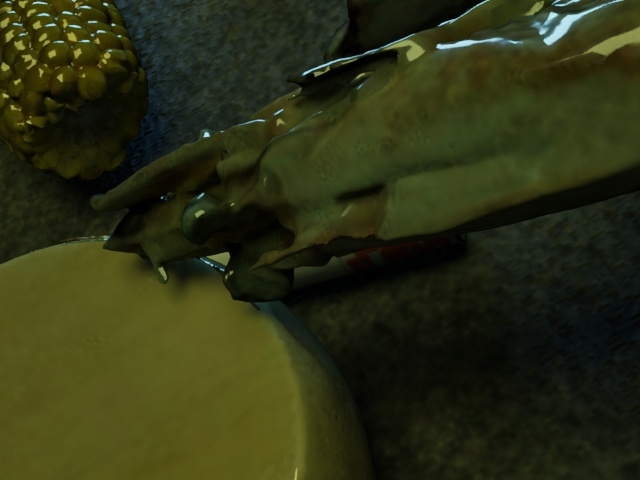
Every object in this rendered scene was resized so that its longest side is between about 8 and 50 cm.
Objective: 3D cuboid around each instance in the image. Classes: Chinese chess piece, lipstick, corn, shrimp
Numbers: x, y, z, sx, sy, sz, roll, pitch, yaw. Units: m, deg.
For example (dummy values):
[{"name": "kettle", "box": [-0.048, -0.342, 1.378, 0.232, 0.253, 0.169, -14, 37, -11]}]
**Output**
[{"name": "Chinese chess piece", "box": [-0.097, 0.120, 0.497, 0.250, 0.097, 0.251, -13, 54, 18]}, {"name": "lipstick", "box": [0.000, 0.000, 0.570, 0.130, 0.038, 0.038, -16, 52, 16]}, {"name": "corn", "box": [-0.190, -0.148, 0.727, 0.115, 0.115, 0.318, -40, 49, -4]}, {"name": "shrimp", "box": [0.071, -0.082, 0.462, 0.360, 0.085, 0.247, -27, 27, 12]}]
